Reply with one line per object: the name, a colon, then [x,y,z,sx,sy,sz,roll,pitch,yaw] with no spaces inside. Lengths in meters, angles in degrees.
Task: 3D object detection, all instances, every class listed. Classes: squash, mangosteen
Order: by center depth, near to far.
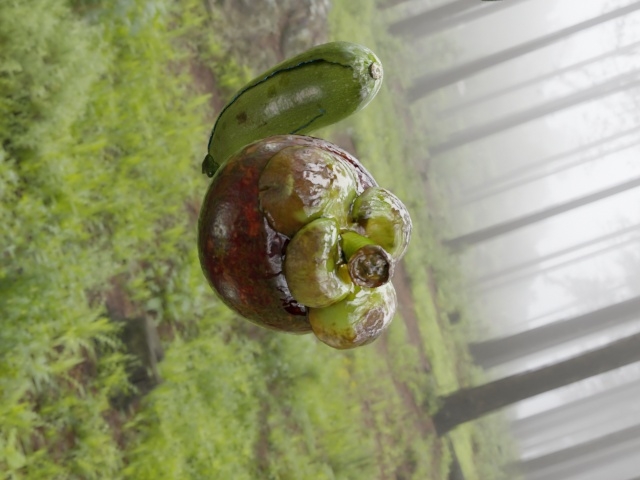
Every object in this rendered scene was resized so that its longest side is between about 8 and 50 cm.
mangosteen: [0.001,-0.008,0.709,0.156,0.181,0.146,47,51,-28]
squash: [-0.051,-0.144,1.096,0.341,0.094,0.094,-22,-94,51]
